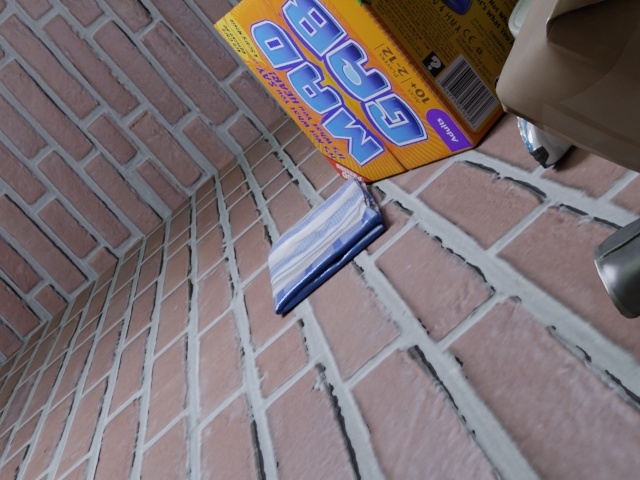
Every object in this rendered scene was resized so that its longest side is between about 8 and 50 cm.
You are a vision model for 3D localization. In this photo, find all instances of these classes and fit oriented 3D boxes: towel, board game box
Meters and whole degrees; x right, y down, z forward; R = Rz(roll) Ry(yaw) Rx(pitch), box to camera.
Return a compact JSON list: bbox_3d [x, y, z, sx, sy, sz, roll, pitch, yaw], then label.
[{"bbox_3d":[0.000,0.000,1.492,0.209,0.034,0.285,-41,14,6],"label":"towel"},{"bbox_3d":[0.128,-0.353,1.543,0.356,0.356,0.356,-47,15,-24],"label":"board game box"}]

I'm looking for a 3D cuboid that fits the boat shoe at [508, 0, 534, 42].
[{"bbox_3d":[0.368,-0.356,1.408,0.116,0.099,0.319,0,44,44],"label":"boat shoe"}]

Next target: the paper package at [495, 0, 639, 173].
[{"bbox_3d":[0.256,-0.204,0.625,0.325,0.168,0.310,-28,-36,-83],"label":"paper package"}]

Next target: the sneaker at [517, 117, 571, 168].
[{"bbox_3d":[0.284,-0.153,1.112,0.083,0.071,0.191,-21,24,42],"label":"sneaker"}]

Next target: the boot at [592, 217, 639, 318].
[{"bbox_3d":[0.285,-0.016,0.664,0.208,0.076,0.189,-30,2,18],"label":"boot"}]
